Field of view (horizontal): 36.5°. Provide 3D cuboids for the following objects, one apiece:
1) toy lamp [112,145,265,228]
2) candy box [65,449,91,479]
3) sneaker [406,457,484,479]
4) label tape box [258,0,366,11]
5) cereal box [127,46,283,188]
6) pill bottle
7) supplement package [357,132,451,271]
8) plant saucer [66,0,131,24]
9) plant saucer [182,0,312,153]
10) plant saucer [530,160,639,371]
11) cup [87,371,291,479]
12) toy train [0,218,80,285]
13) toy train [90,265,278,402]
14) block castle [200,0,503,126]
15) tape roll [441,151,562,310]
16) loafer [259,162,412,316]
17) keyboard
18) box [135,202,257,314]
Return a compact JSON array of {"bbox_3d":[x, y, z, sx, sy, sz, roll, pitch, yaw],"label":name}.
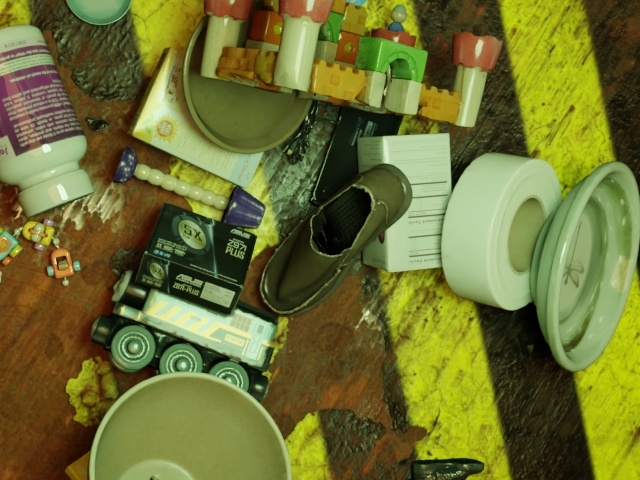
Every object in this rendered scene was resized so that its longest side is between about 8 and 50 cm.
[{"bbox_3d":[-0.234,-0.090,1.758,0.275,0.080,0.080,19,87,-12],"label":"toy lamp"},{"bbox_3d":[-0.347,0.454,1.716,0.206,0.027,0.105,49,49,7],"label":"candy box"},{"bbox_3d":[0.233,0.471,1.876,0.170,0.051,0.089,0,91,-7],"label":"sneaker"},{"bbox_3d":[-0.096,-0.507,1.764,0.249,0.115,0.347,-44,97,-7],"label":"label tape box"},{"bbox_3d":[-0.205,-0.218,1.751,0.240,0.047,0.173,25,86,-27],"label":"cereal box"},{"bbox_3d":[-0.502,-0.199,1.655,0.169,0.169,0.301,-23,95,-10],"label":"pill bottle"},{"bbox_3d":[0.156,-0.073,1.794,0.134,0.139,0.244,-5,96,-18],"label":"supplement package"},{"bbox_3d":[-0.400,-0.447,1.748,0.119,0.021,0.119,0,90,-12],"label":"plant saucer"},{"bbox_3d":[-0.127,-0.292,1.705,0.278,0.041,0.277,-12,110,-35],"label":"plant saucer"},{"bbox_3d":[0.486,0.043,1.827,0.400,0.101,0.400,-24,121,-49],"label":"plant saucer"},{"bbox_3d":[-0.243,0.417,1.618,0.331,0.237,0.331,13,56,-19],"label":"cup"},{"bbox_3d":[-0.515,0.027,1.718,0.166,0.046,0.125,-7,92,-12],"label":"toy train"},{"bbox_3d":[-0.235,0.174,1.740,0.334,0.142,0.190,22,74,-9],"label":"toy train"},{"bbox_3d":[0.050,-0.332,1.611,0.453,0.303,0.212,5,98,-39],"label":"block castle"},{"bbox_3d":[0.339,-0.016,1.786,0.286,0.100,0.286,-19,115,-48],"label":"tape roll"},{"bbox_3d":[0.000,0.000,1.712,0.134,0.130,0.366,49,117,17],"label":"loafer"},{"bbox_3d":[0.048,-0.213,1.839,0.202,0.033,0.317,21,86,-18],"label":"keyboard"},{"bbox_3d":[-0.217,0.031,1.715,0.180,0.147,0.077,20,128,-7],"label":"box"}]
